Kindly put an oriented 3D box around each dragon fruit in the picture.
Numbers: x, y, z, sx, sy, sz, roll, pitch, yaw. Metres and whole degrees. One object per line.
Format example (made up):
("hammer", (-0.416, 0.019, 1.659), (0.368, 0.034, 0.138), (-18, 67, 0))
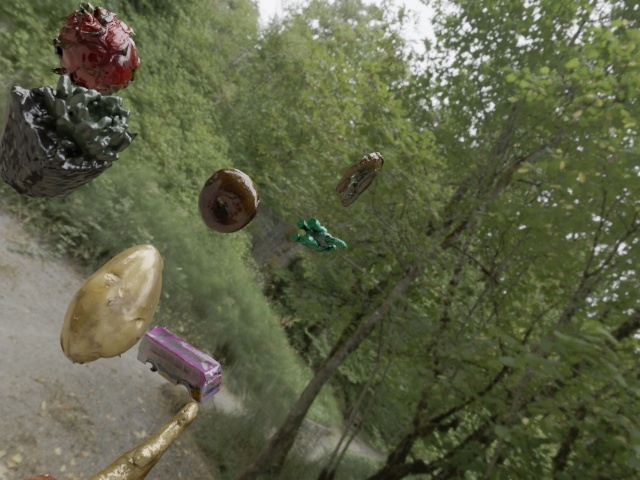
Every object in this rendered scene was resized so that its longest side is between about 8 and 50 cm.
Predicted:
("dragon fruit", (-0.587, -0.484, 1.105), (0.193, 0.192, 0.274), (24, -42, 3))

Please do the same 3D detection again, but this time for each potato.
("potato", (-0.376, 0.124, 0.780), (0.128, 0.235, 0.161), (26, -34, 13))

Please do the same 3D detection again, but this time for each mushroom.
("mushroom", (-0.380, -0.180, 1.783), (0.267, 0.254, 0.267), (12, -49, 15))

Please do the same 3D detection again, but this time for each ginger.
("ginger", (-0.418, 0.502, 0.961), (0.081, 0.333, 0.148), (39, -35, 25))

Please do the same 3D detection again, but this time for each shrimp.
("shrimp", (0.121, -0.205, 1.429), (0.253, 0.173, 0.058), (-49, -113, 36))

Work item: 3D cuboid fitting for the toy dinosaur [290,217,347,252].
("toy dinosaur", (0.000, 0.000, 0.854), (0.132, 0.059, 0.096), (8, -19, 47))

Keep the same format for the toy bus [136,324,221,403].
("toy bus", (-0.411, 0.354, 1.213), (0.274, 0.112, 0.090), (23, 23, 23))

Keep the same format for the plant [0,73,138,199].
("plant", (-0.369, -0.149, 0.599), (0.132, 0.194, 0.129), (60, 24, -2))

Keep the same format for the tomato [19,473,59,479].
("tomato", (-0.799, 0.767, 1.091), (0.265, 0.265, 0.265), (41, -13, 12))
